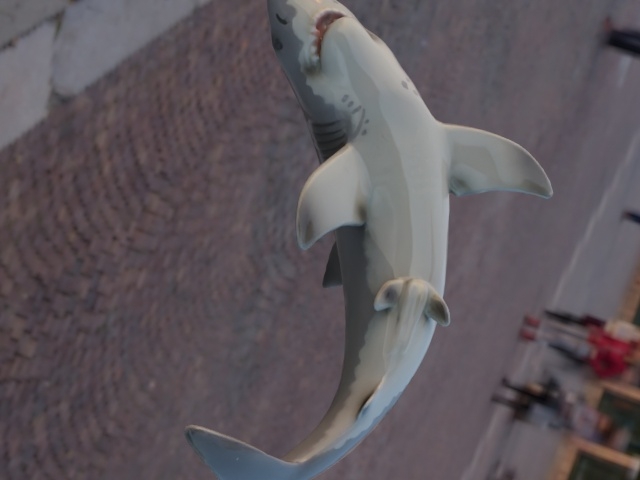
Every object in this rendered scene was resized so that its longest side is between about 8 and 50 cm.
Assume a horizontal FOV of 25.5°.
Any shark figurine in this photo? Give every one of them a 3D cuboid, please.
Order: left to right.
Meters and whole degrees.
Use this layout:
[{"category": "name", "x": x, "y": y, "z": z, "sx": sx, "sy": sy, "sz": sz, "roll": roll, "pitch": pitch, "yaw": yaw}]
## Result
[{"category": "shark figurine", "x": 0.011, "y": 0.027, "z": 0.701, "sx": 0.116, "sy": 0.166, "sz": 0.278, "roll": -28, "pitch": -133, "yaw": 60}]
